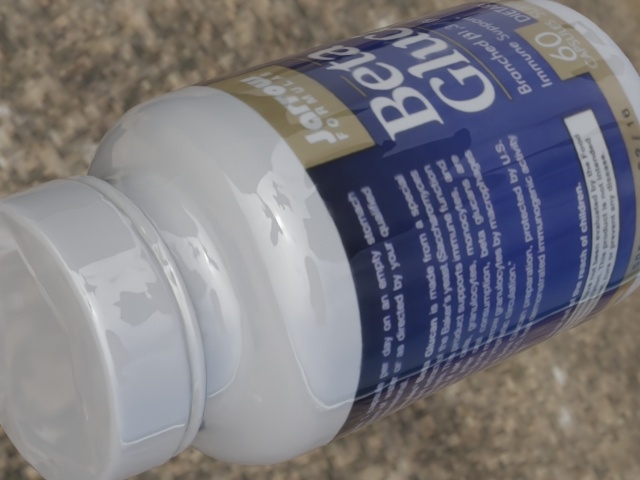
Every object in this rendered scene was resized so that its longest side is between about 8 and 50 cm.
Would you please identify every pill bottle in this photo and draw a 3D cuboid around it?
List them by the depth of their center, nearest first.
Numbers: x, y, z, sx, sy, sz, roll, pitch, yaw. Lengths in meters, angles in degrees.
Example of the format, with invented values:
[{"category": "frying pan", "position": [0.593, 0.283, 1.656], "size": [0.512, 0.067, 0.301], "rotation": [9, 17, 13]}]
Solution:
[{"category": "pill bottle", "position": [0.000, 0.000, 0.420], "size": [0.169, 0.094, 0.094], "rotation": [-21, 83, -35]}]
